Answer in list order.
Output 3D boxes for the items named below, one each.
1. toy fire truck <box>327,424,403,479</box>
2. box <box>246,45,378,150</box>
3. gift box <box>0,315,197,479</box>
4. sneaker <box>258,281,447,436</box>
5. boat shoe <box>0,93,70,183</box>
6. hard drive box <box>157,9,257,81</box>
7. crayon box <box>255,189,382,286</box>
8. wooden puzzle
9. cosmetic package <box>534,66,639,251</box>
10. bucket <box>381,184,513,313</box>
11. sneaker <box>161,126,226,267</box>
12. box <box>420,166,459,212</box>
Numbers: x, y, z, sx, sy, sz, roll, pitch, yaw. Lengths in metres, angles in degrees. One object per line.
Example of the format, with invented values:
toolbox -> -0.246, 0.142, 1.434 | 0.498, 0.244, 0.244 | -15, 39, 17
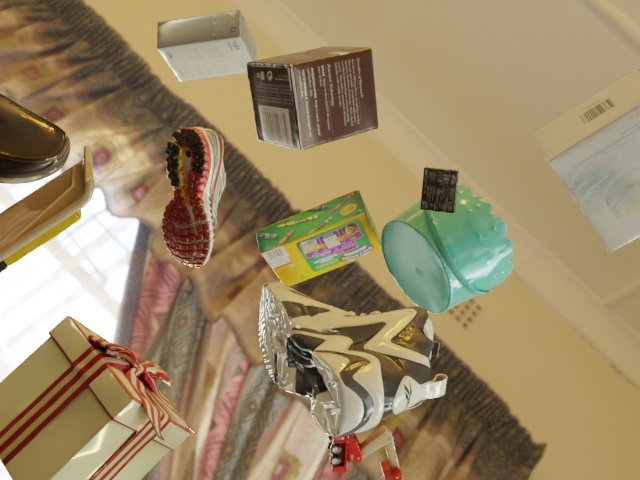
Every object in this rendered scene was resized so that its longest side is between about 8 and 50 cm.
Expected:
toy fire truck -> 0.082, 0.368, 1.237 | 0.135, 0.047, 0.192 | -1, -70, -6
box -> -0.015, -0.294, 1.393 | 0.168, 0.203, 0.167 | 20, -56, 50
gift box -> -0.384, 0.318, 1.199 | 0.276, 0.258, 0.255 | 39, -11, 26
sneaker -> 0.037, 0.104, 0.693 | 0.235, 0.153, 0.094 | -154, -115, -62
boat shoe -> -0.529, -0.185, 0.953 | 0.355, 0.132, 0.130 | 16, -38, -21
hard drive box -> -0.308, -0.532, 1.889 | 0.232, 0.089, 0.181 | -6, -18, 7
crayon box -> 0.000, 0.000, 1.719 | 0.165, 0.278, 0.081 | 60, 11, -49
wooden puzzle -> -0.381, -0.019, 0.885 | 0.044, 0.238, 0.221 | 53, -4, -26
cosmetic package -> 0.540, -0.141, 1.197 | 0.224, 0.138, 0.225 | -33, -68, 22
bucket -> 0.284, 0.022, 1.578 | 0.281, 0.183, 0.281 | 45, -27, 32
sneaker -> -0.181, -0.063, 1.053 | 0.088, 0.092, 0.225 | 16, -70, 19
box -> 0.231, -0.098, 1.331 | 0.067, 0.018, 0.083 | 7, -76, 20
